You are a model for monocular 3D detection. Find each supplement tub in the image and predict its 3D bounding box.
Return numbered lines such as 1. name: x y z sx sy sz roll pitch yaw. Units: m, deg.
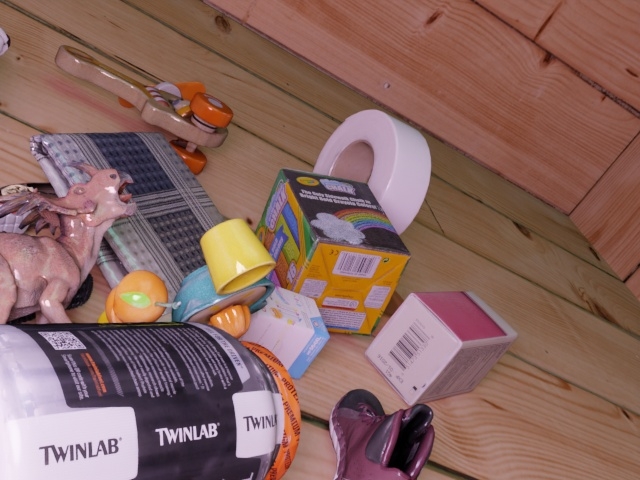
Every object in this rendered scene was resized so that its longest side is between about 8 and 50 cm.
1. supplement tub: -0.185 0.177 0.739 0.338 0.207 0.207 6 36 -51

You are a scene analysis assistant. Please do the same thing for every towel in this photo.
1. towel: -0.250 -0.026 1.217 0.324 0.056 0.312 54 22 6

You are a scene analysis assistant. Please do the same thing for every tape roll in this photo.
1. tape roll: 0.098 -0.128 1.695 0.100 0.286 0.286 20 26 -33

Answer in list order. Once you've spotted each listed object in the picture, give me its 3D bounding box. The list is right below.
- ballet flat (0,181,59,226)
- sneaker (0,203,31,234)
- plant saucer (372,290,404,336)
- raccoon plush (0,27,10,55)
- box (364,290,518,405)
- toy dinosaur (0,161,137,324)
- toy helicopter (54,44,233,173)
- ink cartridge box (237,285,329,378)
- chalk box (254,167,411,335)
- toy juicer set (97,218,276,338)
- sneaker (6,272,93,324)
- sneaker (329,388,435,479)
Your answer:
1. ballet flat: -0.368 -0.064 1.175 0.084 0.058 0.250 46 23 21
2. sneaker: -0.439 -0.036 1.015 0.065 0.061 0.158 39 20 26
3. plant saucer: 0.095 0.111 1.530 0.200 0.037 0.200 30 22 -14
4. raccoon plush: -0.649 -0.305 1.091 0.446 0.216 0.299 18 20 -38
5. box: 0.213 0.181 1.405 0.127 0.148 0.232 46 23 28
6. toy dinosaur: -0.328 0.027 0.837 0.296 0.127 0.200 -13 81 -51
7. toy helicopter: -0.343 -0.288 1.585 0.355 0.140 0.235 26 20 -17
8. ink cartridge box: -0.077 0.124 1.171 0.143 0.090 0.092 22 25 -32
9. chalk box: 0.000 0.000 1.394 0.180 0.179 0.289 9 30 -25
10. toy juicer set: -0.150 0.093 0.949 0.089 0.209 0.329 61 -9 13
11. sneaker: -0.356 0.056 0.968 0.075 0.057 0.161 21 17 33
12. sneaker: 0.092 0.251 1.056 0.106 0.162 0.281 31 22 -11
